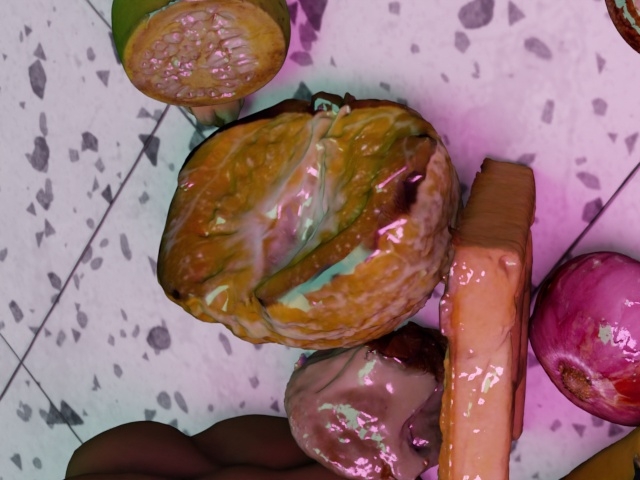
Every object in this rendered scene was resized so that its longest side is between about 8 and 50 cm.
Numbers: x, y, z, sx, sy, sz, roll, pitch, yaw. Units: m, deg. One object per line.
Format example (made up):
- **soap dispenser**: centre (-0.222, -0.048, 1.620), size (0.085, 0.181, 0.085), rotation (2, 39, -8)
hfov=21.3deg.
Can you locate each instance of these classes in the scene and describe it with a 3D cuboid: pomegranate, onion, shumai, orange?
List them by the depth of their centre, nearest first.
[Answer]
- **onion**: centre (0.283, 0.093, 1.619), size (0.177, 0.153, 0.177), rotation (19, 118, 41)
- **orange**: centre (0.000, 0.000, 1.773), size (0.368, 0.271, 0.210), rotation (4, 143, 41)
- **shumai**: centre (0.064, 0.157, 1.794), size (0.201, 0.201, 0.120), rotation (37, 134, 27)
- **pomegranate**: centre (-0.120, -0.242, 1.881), size (0.190, 0.241, 0.159), rotation (-27, 47, 20)

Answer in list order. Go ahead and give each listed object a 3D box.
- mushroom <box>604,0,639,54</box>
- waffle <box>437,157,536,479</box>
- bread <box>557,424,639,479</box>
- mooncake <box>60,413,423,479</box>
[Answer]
- **mushroom**: centre (0.351, -0.261, 1.486), size (0.231, 0.138, 0.194), rotation (-51, 55, 25)
- **waffle**: centre (0.158, 0.097, 1.619), size (0.077, 0.348, 0.304), rotation (5, 107, 9)
- **bread**: centre (0.307, 0.310, 1.607), size (0.376, 0.251, 0.208), rotation (-47, 26, 39)
- **mooncake**: centre (-0.084, 0.361, 1.813), size (0.467, 0.467, 0.262), rotation (11, 105, 38)
